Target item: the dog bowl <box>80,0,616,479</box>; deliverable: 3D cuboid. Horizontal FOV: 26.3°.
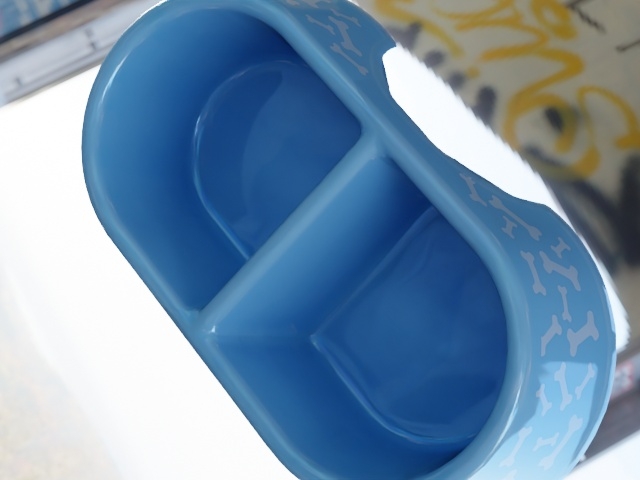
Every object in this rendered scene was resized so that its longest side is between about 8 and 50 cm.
[{"bbox_3d":[0.000,0.000,0.630,0.297,0.166,0.074,50,18,21],"label":"dog bowl"}]
